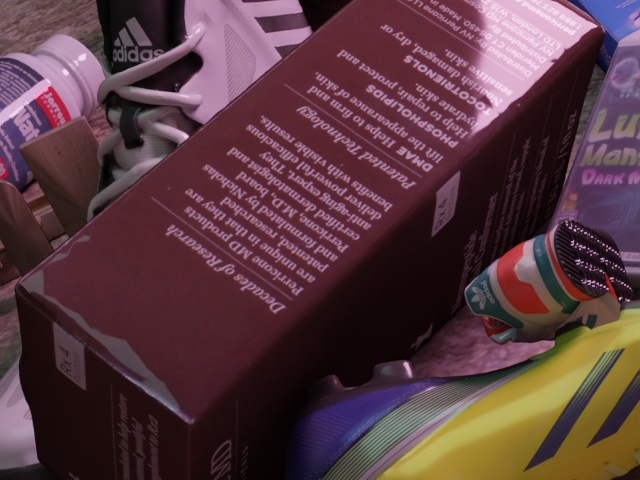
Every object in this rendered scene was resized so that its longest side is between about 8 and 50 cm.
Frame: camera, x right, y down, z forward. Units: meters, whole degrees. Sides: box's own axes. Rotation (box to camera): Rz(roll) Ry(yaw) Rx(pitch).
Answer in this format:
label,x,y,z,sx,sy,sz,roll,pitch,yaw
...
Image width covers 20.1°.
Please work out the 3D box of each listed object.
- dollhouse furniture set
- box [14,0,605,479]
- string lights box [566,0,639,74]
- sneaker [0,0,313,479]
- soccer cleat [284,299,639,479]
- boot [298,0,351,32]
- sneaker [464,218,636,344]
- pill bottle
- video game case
label,x,y,z,sx,sy,sz,roll,pitch,yaw
dollhouse furniture set,-0.235,-0.046,1.494,0.144,0.123,0.151,-25,27,2
box,0.000,0.000,1.090,0.143,0.191,0.381,37,60,21
string lights box,0.262,-0.173,1.330,0.133,0.077,0.260,-26,27,3
sneaker,-0.136,-0.039,1.239,0.169,0.257,0.447,-2,36,35
soccer cleat,0.120,0.112,0.967,0.289,0.093,0.121,-14,59,14
boot,0.029,-0.192,1.436,0.248,0.207,0.090,-5,67,38
sneaker,0.131,0.030,1.028,0.075,0.057,0.161,-23,-16,18
pill bottle,-0.284,-0.110,1.671,0.108,0.108,0.180,6,41,47
video game case,0.229,-0.051,1.104,0.190,0.022,0.173,2,64,52
